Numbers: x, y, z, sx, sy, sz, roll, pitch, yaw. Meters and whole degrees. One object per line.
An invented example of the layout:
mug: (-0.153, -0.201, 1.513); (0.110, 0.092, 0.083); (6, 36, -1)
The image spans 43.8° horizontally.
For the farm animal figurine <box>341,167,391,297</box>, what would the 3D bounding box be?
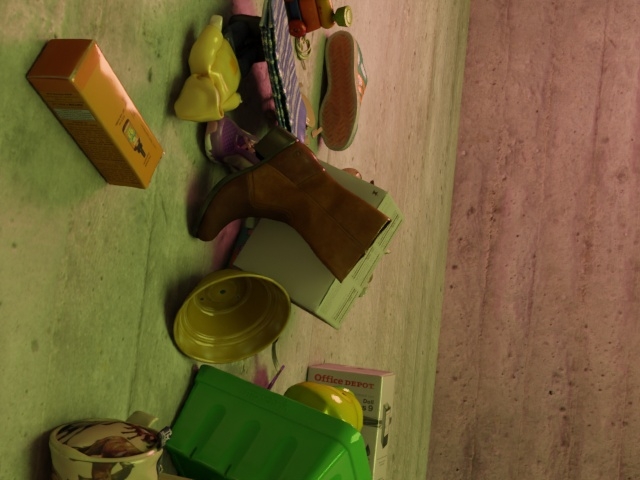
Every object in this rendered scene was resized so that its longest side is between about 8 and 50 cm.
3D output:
farm animal figurine: (0.085, -0.027, 1.880); (0.327, 0.172, 0.330); (126, -37, -83)

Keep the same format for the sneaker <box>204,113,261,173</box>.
sneaker: (-0.138, -0.171, 1.522); (0.236, 0.105, 0.095); (46, 53, -62)

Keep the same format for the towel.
towel: (-0.064, -0.328, 1.559); (0.243, 0.040, 0.335); (-87, 171, -48)

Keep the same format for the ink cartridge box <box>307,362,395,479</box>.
ink cartridge box: (0.067, 0.472, 2.053); (0.121, 0.211, 0.288); (17, 78, -67)

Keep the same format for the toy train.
toy train: (0.008, -0.492, 1.777); (0.105, 0.144, 0.248); (-65, 151, -41)

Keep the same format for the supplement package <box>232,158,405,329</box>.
supplement package: (0.000, 0.000, 1.538); (0.261, 0.204, 0.145); (-58, 154, -7)

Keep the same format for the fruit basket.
fruit basket: (-0.048, 0.362, 1.501); (0.392, 0.392, 0.282); (-63, 150, -45)

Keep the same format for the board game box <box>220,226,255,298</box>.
board game box: (-0.136, 0.097, 1.662); (0.210, 0.047, 0.160); (69, 33, -50)

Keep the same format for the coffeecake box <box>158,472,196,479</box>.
coffeecake box: (-0.232, 0.472, 1.355); (0.185, 0.143, 0.068); (73, 31, -44)

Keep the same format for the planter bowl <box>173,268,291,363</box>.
planter bowl: (-0.169, 0.118, 1.455); (0.090, 0.217, 0.217); (-118, -171, -47)

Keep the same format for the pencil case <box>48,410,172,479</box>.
pencil case: (-0.300, 0.462, 1.154); (0.184, 0.160, 0.409); (-8, 102, -54)

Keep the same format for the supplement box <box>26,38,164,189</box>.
supplement box: (-0.306, -0.171, 1.116); (0.233, 0.080, 0.078); (64, 37, -51)

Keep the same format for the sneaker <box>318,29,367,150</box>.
sneaker: (0.070, -0.369, 2.018); (0.121, 0.108, 0.301); (11, 83, -65)

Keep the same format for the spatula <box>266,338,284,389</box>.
spatula: (-0.095, 0.238, 1.724); (0.084, 0.030, 0.296); (-50, 154, -56)

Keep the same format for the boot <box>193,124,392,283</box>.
boot: (-0.056, -0.026, 1.437); (0.264, 0.280, 0.096); (-46, 173, -7)

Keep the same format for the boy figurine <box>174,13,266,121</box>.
boy figurine: (-0.175, -0.307, 1.415); (0.285, 0.092, 0.177); (-65, 154, -49)

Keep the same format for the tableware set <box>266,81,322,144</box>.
tableware set: (-0.060, -0.275, 1.785); (0.128, 0.039, 0.194); (66, 23, -13)
